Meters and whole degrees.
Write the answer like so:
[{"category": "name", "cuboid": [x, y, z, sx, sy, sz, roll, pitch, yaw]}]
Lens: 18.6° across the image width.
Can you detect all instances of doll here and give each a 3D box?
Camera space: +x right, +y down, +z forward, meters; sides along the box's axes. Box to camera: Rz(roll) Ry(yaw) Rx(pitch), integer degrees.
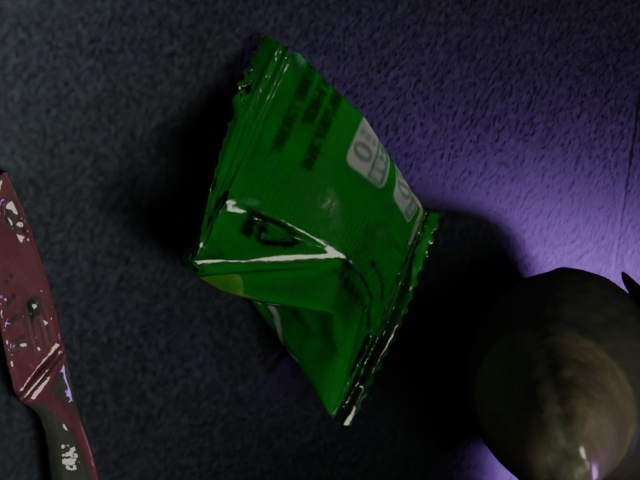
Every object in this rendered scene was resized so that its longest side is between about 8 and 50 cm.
[{"category": "doll", "cuboid": [0.166, 0.234, 1.147, 0.252, 0.382, 0.378, -38, 92, 13]}]

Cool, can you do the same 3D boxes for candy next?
[{"category": "candy", "cuboid": [0.002, 0.002, 1.089, 0.141, 0.078, 0.203, -55, 138, -10]}]

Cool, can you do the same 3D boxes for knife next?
[{"category": "knife", "cuboid": [-0.147, 0.077, 1.030, 0.035, 0.018, 0.247, -25, 119, -28]}]

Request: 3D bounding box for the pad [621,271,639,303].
[{"category": "pad", "cuboid": [0.276, 0.140, 1.244, 0.002, 0.176, 0.266, -35, 123, -2]}]
